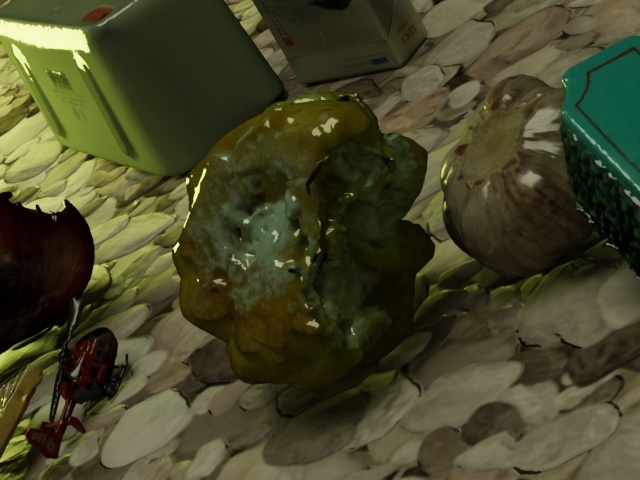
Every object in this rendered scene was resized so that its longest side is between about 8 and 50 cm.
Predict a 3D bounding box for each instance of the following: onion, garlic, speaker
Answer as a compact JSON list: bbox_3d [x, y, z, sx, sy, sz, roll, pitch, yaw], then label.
[{"bbox_3d":[-0.346,0.047,1.501,0.272,0.272,0.195,-8,77,43],"label":"onion"},{"bbox_3d":[0.155,-0.042,1.170,0.147,0.102,0.159,-40,32,18],"label":"garlic"},{"bbox_3d":[-0.222,-0.211,1.839,0.183,0.184,0.406,-39,24,-17],"label":"speaker"}]

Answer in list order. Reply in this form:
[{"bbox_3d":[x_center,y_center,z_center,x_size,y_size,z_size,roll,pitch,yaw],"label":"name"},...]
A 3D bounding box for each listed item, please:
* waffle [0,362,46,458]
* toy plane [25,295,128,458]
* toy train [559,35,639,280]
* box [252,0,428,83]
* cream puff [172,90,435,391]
[{"bbox_3d":[-0.275,0.168,1.328,0.092,0.021,0.135,-32,27,51],"label":"waffle"},{"bbox_3d":[-0.202,0.118,1.338,0.037,0.060,0.145,-13,45,36],"label":"toy plane"},{"bbox_3d":[0.245,-0.052,1.011,0.163,0.112,0.203,-28,44,-8],"label":"toy train"},{"bbox_3d":[-0.008,-0.276,1.650,0.149,0.233,0.067,-3,37,45],"label":"box"},{"bbox_3d":[-0.005,-0.001,1.183,0.195,0.221,0.195,11,5,-1],"label":"cream puff"}]
